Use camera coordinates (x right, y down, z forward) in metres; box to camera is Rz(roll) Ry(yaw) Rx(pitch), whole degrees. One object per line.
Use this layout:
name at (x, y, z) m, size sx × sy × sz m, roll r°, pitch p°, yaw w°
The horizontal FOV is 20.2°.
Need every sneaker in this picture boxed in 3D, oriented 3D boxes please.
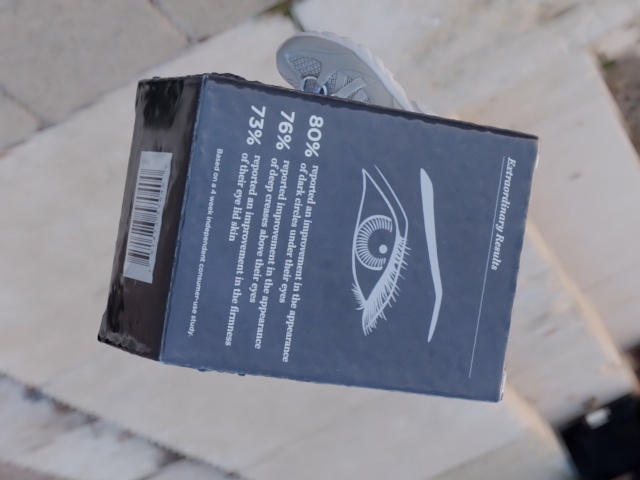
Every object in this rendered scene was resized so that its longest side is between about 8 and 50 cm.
sneaker at (0.042, -0.141, 2.088) m, size 0.115 × 0.281 × 0.105 m, roll -39°, pitch 154°, yaw -27°

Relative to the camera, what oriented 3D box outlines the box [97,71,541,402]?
box at (0.000, 0.000, 0.984) m, size 0.207 × 0.153 × 0.108 m, roll 10°, pitch 179°, yaw -24°
